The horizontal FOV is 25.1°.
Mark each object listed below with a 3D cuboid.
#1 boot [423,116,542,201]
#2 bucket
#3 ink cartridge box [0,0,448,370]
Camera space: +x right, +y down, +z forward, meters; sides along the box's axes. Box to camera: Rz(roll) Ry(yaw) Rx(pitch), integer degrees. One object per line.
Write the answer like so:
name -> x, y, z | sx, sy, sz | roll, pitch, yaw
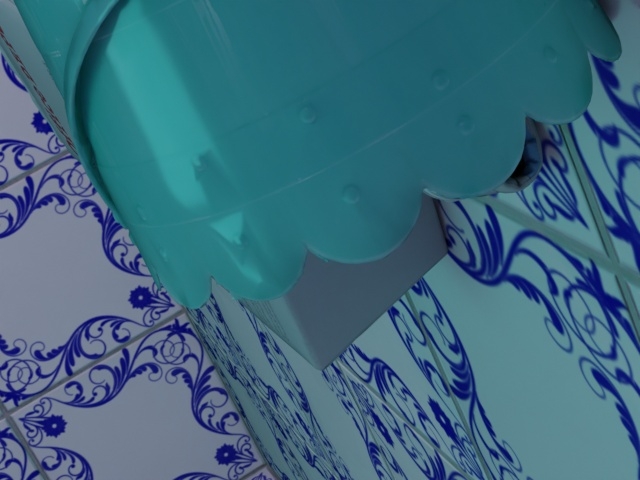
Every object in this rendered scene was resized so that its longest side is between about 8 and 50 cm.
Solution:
boot -> 0.054, -0.139, 0.919 | 0.258, 0.095, 0.123 | 54, 164, -13
bucket -> -0.011, -0.115, 0.722 | 0.183, 0.281, 0.281 | 59, 170, -19
ink cartridge box -> -0.104, -0.117, 1.220 | 0.395, 0.166, 0.285 | 38, 162, 35
